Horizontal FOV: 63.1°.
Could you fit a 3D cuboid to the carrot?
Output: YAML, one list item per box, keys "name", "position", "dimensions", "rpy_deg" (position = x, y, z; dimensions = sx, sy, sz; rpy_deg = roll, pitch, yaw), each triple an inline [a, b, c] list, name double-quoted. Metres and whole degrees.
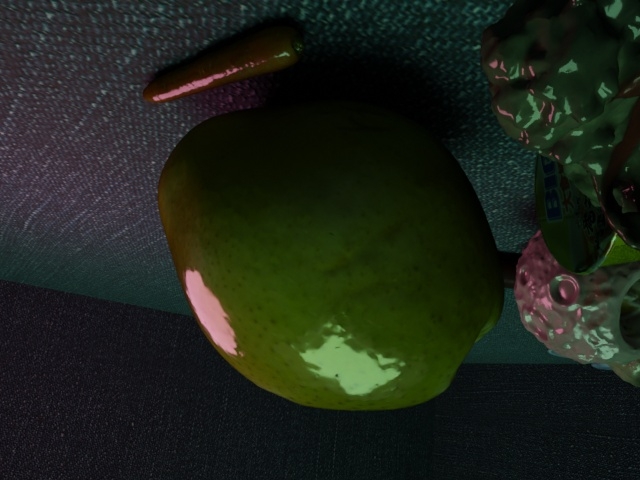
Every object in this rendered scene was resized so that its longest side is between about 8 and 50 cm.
- name: "carrot"
  position: [-0.118, -0.187, 0.578]
  dimensions: [0.247, 0.043, 0.043]
  rpy_deg: [-5, 160, 35]

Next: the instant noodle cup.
- name: "instant noodle cup"
  position: [0.350, -0.062, 0.576]
  dimensions: [0.152, 0.205, 0.205]
  rpy_deg: [-1, 162, 2]

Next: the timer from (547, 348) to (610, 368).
- name: "timer"
  position: [0.859, 0.296, 1.564]
  dimensions: [0.394, 0.174, 0.395]
  rpy_deg: [6, 164, 2]

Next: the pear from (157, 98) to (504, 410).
- name: "pear"
  position: [0.014, 0.008, 0.637]
  dimensions: [0.418, 0.363, 0.362]
  rpy_deg: [33, 168, 14]

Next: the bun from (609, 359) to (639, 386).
- name: "bun"
  position: [0.738, 0.184, 1.183]
  dimensions: [0.281, 0.282, 0.205]
  rpy_deg: [16, -159, -28]

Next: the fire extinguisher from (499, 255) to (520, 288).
- name: "fire extinguisher"
  position: [0.430, 0.075, 1.170]
  dimensions: [0.267, 0.072, 0.089]
  rpy_deg: [8, 157, -6]

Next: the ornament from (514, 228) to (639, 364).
- name: "ornament"
  position: [0.448, 0.075, 0.866]
  dimensions: [0.259, 0.260, 0.225]
  rpy_deg: [14, -170, -23]

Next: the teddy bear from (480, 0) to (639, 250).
- name: "teddy bear"
  position: [0.341, -0.106, 0.327]
  dimensions: [0.367, 0.224, 0.357]
  rpy_deg: [-36, 96, 31]
